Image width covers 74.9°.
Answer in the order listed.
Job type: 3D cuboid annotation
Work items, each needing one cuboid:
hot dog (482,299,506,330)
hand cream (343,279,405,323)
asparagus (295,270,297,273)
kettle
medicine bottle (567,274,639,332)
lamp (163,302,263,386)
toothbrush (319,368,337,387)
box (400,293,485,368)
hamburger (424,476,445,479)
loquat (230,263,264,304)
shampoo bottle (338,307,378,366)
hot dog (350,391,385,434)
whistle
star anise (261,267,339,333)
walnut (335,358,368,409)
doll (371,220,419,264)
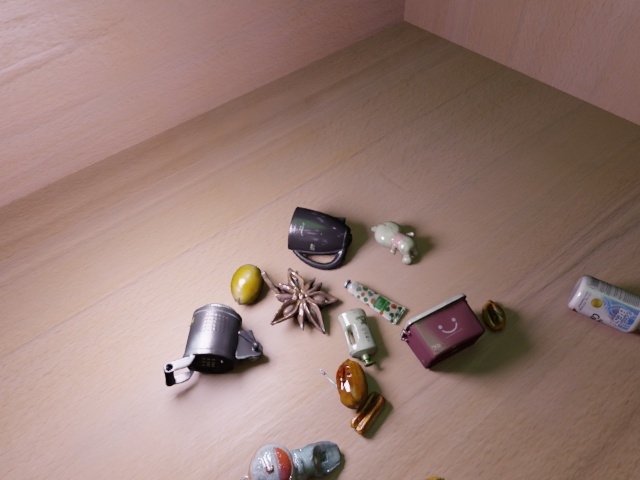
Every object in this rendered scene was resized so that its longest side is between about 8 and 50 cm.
[{"bbox_3d":[0.709,0.305,1.716,0.090,0.060,0.140,-9,58,-6],"label":"hot dog"},{"bbox_3d":[0.225,0.255,1.804,0.276,0.059,0.095,30,62,21],"label":"hand cream"},{"bbox_3d":[-0.116,0.206,1.900,0.016,0.013,0.166,25,47,-27],"label":"asparagus"},{"bbox_3d":[0.000,0.000,1.962,0.290,0.207,0.268,13,83,4],"label":"kettle"},{"bbox_3d":[1.154,0.261,1.640,0.289,0.157,0.157,26,59,24],"label":"medicine bottle"},{"bbox_3d":[-0.436,0.389,1.661,0.374,0.205,0.272,-7,54,-21],"label":"lamp"},{"bbox_3d":[0.054,0.553,1.607,0.167,0.014,0.011,37,80,29],"label":"toothbrush"},{"bbox_3d":[0.475,0.358,1.619,0.294,0.193,0.167,-23,62,-13],"label":"box"},{"bbox_3d":[0.307,0.850,1.275,0.124,0.131,0.262,49,59,-3],"label":"hamburger"},{"bbox_3d":[-0.325,0.196,1.840,0.152,0.152,0.195,17,59,18],"label":"loquat"},{"bbox_3d":[0.157,0.395,1.676,0.118,0.087,0.234,-12,52,-7],"label":"shampoo bottle"},{"bbox_3d":[0.174,0.623,1.520,0.071,0.045,0.165,30,60,28],"label":"hot dog"},{"bbox_3d":[-0.093,0.747,1.381,0.348,0.189,0.189,-10,51,-16],"label":"whistle"},{"bbox_3d":[-0.092,0.254,1.794,0.349,0.109,0.292,9,45,-8],"label":"star anise"},{"bbox_3d":[0.116,0.529,1.557,0.116,0.116,0.207,-6,42,0],"label":"walnut"},{"bbox_3d":[0.352,-0.013,1.964,0.155,0.113,0.275,-34,57,-17],"label":"doll"}]
